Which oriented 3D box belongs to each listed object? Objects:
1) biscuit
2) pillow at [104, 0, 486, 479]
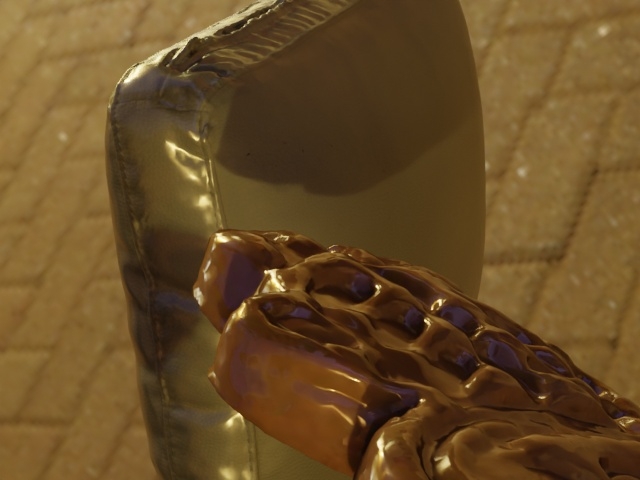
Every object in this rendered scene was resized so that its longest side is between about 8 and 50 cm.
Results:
[{"bbox_3d":[0.073,0.072,0.544,0.289,0.202,0.044,44,113,45],"label":"biscuit"},{"bbox_3d":[0.000,0.000,0.877,0.120,0.255,0.322,2,20,19],"label":"pillow"}]
